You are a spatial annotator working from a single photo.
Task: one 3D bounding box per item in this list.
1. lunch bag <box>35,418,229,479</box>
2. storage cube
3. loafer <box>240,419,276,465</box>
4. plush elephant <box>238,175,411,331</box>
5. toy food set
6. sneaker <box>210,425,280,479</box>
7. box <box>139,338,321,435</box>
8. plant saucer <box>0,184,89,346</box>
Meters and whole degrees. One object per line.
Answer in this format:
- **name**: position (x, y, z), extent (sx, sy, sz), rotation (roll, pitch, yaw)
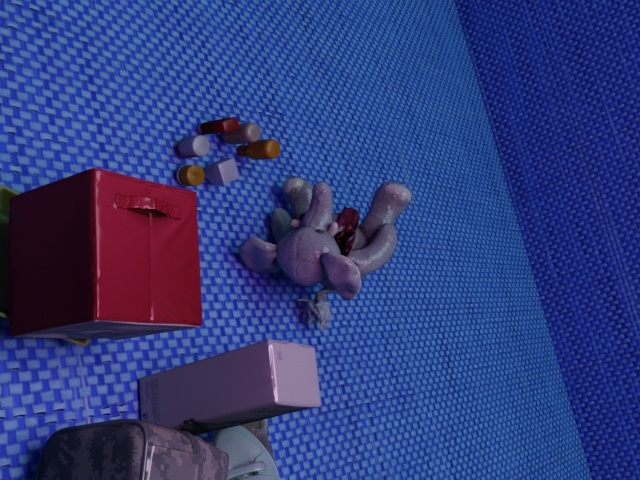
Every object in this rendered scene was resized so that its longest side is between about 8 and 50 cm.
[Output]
- **lunch bag**: position (-0.226, 0.404, 1.033), extent (0.256, 0.213, 0.305), rotation (32, 51, -51)
- **storage cube**: position (-0.292, 0.030, 1.073), extent (0.184, 0.215, 0.193), rotation (12, 70, -52)
- **loafer**: position (-0.132, 0.356, 1.320), extent (0.088, 0.094, 0.251), rotation (8, 53, -26)
- **plush elephant**: position (0.000, 0.000, 1.524), extent (0.255, 0.272, 0.329), rotation (44, 59, -72)
- **toy food set**: position (-0.200, -0.173, 1.524), extent (0.232, 0.105, 0.111), rotation (-30, 112, -38)
- **sneaker**: position (-0.102, 0.366, 1.172), extent (0.151, 0.094, 0.255), rotation (85, -20, -57)
- **box**: position (-0.141, 0.228, 1.191), extent (0.113, 0.275, 0.094), rotation (18, 59, -50)
- **plant saucer**: position (-0.406, 0.043, 1.129), extent (0.188, 0.045, 0.188), rotation (32, 48, -42)
